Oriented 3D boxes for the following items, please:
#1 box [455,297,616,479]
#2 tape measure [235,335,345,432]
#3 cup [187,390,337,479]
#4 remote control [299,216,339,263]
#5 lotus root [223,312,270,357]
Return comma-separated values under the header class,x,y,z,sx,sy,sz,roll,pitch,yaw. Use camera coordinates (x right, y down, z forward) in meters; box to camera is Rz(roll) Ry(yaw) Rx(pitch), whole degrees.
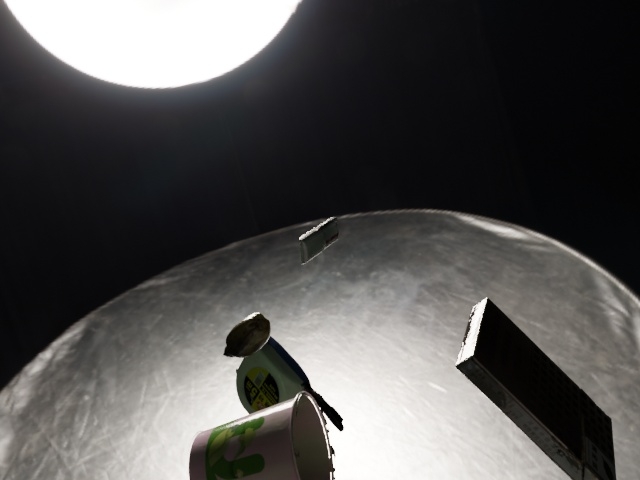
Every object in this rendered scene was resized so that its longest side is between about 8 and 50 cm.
class,x,y,z,sx,sy,sz,roll,pitch,yaw
box,0.370,0.262,0.933,0.047,0.325,0.180,-45,3,35
tape measure,-0.086,0.431,1.486,0.097,0.351,0.215,-6,-48,-52
cup,-0.127,0.488,1.222,0.273,0.253,0.253,-17,5,14
remote control,0.000,0.000,1.314,0.029,0.065,0.166,8,25,31
lotus root,-0.115,0.152,0.862,0.099,0.054,0.049,-43,-27,25
